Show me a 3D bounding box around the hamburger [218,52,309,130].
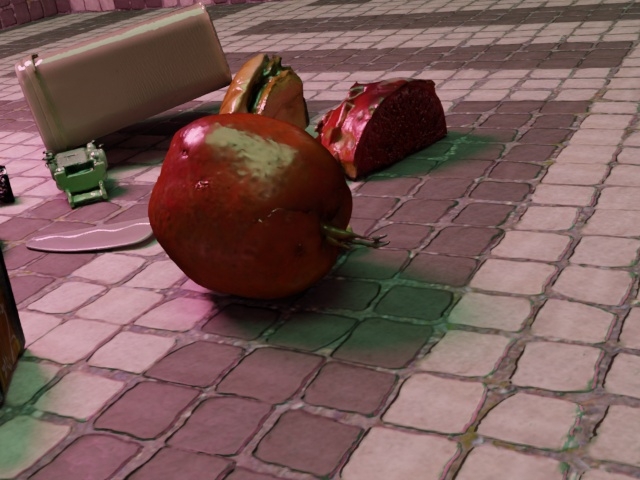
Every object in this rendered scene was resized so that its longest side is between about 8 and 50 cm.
[{"bbox_3d":[-0.125,-0.221,1.481,0.135,0.155,0.208,1,31,30],"label":"hamburger"}]

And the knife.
[{"bbox_3d":[-0.246,-0.013,1.181,0.335,0.043,0.081,-13,29,3],"label":"knife"}]

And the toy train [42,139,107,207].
[{"bbox_3d":[-0.392,-0.111,1.391,0.099,0.081,0.149,-17,18,-16],"label":"toy train"}]

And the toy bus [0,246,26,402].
[{"bbox_3d":[-0.447,0.103,0.826,0.275,0.139,0.167,-8,25,-6],"label":"toy bus"}]

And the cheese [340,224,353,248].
[{"bbox_3d":[0.000,0.000,1.057,0.083,0.030,0.044,-19,31,-12],"label":"cheese"}]

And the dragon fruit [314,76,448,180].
[{"bbox_3d":[0.071,-0.198,1.377,0.161,0.126,0.274,14,31,40],"label":"dragon fruit"}]

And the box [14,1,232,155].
[{"bbox_3d":[-0.368,-0.311,1.599,0.343,0.178,0.352,-23,17,-9],"label":"box"}]

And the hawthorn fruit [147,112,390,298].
[{"bbox_3d":[-0.053,-0.029,0.941,0.299,0.211,0.211,19,33,29],"label":"hawthorn fruit"}]

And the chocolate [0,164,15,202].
[{"bbox_3d":[-0.570,-0.072,1.381,0.147,0.072,0.070,-23,67,-14],"label":"chocolate"}]
